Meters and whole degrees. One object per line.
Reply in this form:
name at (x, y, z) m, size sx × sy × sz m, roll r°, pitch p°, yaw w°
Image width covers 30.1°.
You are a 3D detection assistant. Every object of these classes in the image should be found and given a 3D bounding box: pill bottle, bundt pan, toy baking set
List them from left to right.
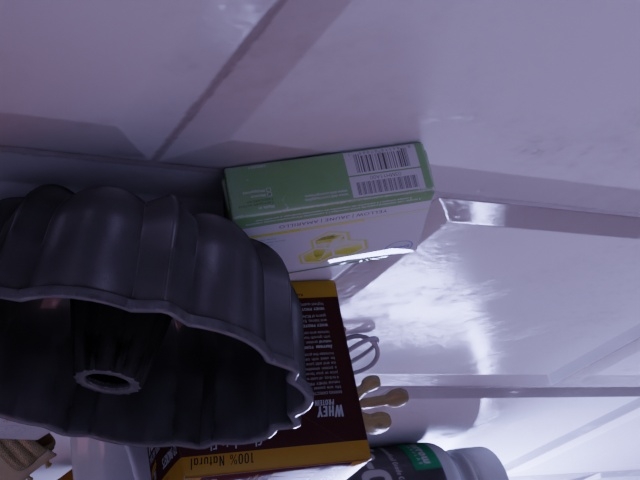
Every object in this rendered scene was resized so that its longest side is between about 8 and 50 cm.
bundt pan at (-0.163, 0.061, 0.970) m, size 0.331 × 0.124 × 0.331 m, roll 4°, pitch 152°, yaw 2°
toy baking set at (-0.003, 0.186, 1.434) m, size 0.197 × 0.030 × 0.256 m, roll -24°, pitch 136°, yaw 5°
pill bottle at (0.103, 0.423, 1.854) m, size 0.361 × 0.204 × 0.204 m, roll -2°, pitch 154°, yaw -22°

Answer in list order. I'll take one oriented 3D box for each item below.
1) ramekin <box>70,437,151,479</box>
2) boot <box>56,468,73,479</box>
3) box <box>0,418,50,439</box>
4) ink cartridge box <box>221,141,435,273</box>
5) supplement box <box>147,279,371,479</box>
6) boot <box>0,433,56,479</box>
ramekin at (-0.181, 0.288, 1.357) m, size 0.135 × 0.277 × 0.277 m, roll -9°, pitch 157°, yaw -27°
boot at (-0.382, 0.412, 1.614) m, size 0.295 × 0.104 × 0.211 m, roll -30°, pitch -170°, yaw 46°
box at (-0.316, 0.128, 1.147) m, size 0.170 × 0.091 × 0.130 m, roll 13°, pitch 146°, yaw -44°
ink cartridge box at (0.000, 0.000, 1.064) m, size 0.171 × 0.056 × 0.235 m, roll -9°, pitch 154°, yaw -8°
supplement box at (-0.075, 0.156, 1.196) m, size 0.191 × 0.194 × 0.129 m, roll -2°, pitch 154°, yaw -22°
boot at (-0.383, 0.301, 1.369) m, size 0.203 × 0.095 × 0.262 m, roll -38°, pitch 134°, yaw -13°
